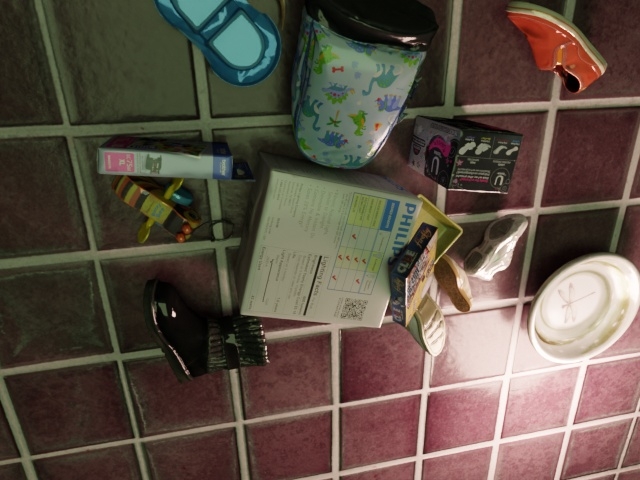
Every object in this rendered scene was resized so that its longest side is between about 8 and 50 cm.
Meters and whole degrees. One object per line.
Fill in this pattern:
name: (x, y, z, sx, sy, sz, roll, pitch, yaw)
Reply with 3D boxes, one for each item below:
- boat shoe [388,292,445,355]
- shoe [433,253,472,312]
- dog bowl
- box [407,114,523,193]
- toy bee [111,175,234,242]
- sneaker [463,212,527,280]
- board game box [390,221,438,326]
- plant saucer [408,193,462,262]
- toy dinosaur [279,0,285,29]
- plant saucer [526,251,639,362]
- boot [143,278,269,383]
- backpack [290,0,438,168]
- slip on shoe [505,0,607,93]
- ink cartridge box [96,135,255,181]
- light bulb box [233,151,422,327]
boat shoe: (0.276, 0.208, 1.382, 0.113, 0.103, 0.302, -40, 115, -32)
shoe: (0.399, 0.119, 1.405, 0.058, 0.077, 0.218, -50, 121, -37)
dog bowl: (-0.217, -0.470, 1.002, 0.166, 0.074, 0.297, -43, 115, 6)
box: (0.337, -0.213, 1.141, 0.164, 0.247, 0.141, 1, 111, -13)
toy bee: (-0.338, -0.071, 1.089, 0.299, 0.162, 0.195, 10, 112, -15)
sneaker: (0.532, 0.022, 1.385, 0.115, 0.090, 0.232, 25, 114, -28)
board game box: (0.233, 0.091, 1.173, 0.165, 0.042, 0.243, -53, 152, -26)
plant saucer: (0.273, -0.014, 1.322, 0.188, 0.045, 0.188, 35, 101, -23)
toy dinosaur: (-0.115, -0.575, 0.999, 0.211, 0.064, 0.112, 43, 116, -15)
plant saucer: (0.829, 0.204, 1.513, 0.401, 0.100, 0.399, -5, 114, -11)
boot: (-0.288, 0.218, 1.236, 0.261, 0.131, 0.347, -13, 125, 0)
backpack: (0.060, -0.332, 1.023, 0.291, 0.273, 0.355, 10, 145, -18)
slip on shoe: (0.577, -0.479, 1.165, 0.332, 0.123, 0.101, 26, 108, -26)
ink cartridge box: (-0.307, -0.183, 1.037, 0.312, 0.185, 0.065, 3, 109, -15)
light bulb box: (0.000, 0.000, 1.164, 0.362, 0.225, 0.357, 9, 109, -18)
